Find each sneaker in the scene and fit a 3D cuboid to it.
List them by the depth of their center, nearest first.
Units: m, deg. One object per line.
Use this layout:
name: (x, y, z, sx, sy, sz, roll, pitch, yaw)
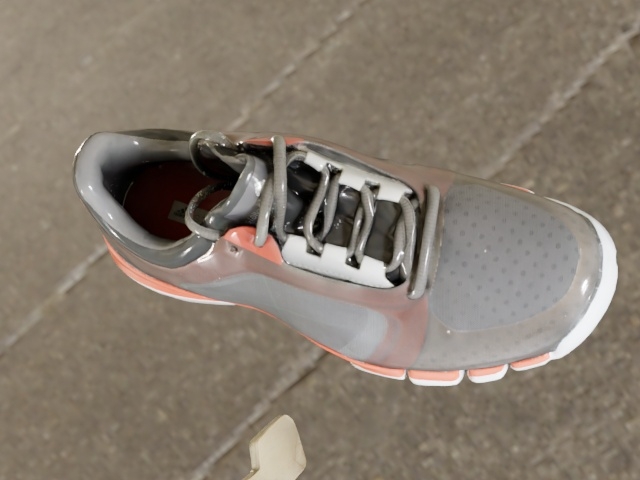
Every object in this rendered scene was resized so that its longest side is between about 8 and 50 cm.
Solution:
sneaker: (0.000, 0.000, 0.433, 0.158, 0.065, 0.061, 7, 76, 20)

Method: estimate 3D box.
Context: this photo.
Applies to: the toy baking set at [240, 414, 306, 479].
toy baking set: (-0.045, 0.197, 0.694, 0.030, 0.197, 0.256, -12, 72, 24)
